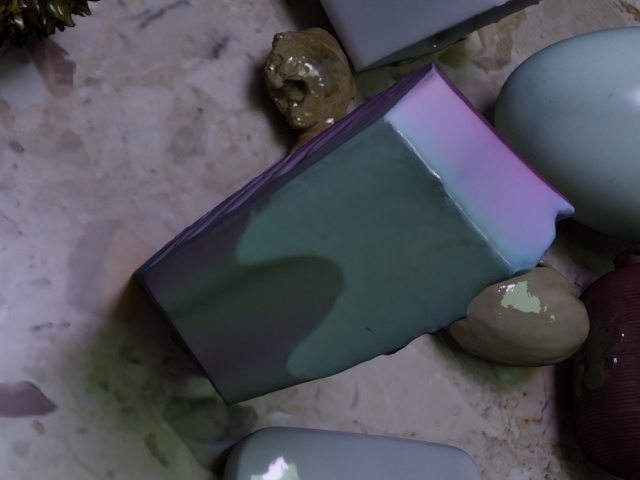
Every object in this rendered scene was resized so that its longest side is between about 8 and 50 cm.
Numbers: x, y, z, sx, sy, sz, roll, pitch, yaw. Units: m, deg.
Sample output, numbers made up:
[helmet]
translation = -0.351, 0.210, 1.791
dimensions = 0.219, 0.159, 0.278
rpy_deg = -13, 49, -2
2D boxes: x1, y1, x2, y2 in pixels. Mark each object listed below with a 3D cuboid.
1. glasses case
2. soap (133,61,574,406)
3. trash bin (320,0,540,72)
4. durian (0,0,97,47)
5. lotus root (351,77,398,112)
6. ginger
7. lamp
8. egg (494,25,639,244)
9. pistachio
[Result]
[glasses case]
translation = 0.033, 0.195, 0.650
dimensions = 0.233, 0.059, 0.092
rpy_deg = 12, 65, -31
[soap]
translation = 0.000, 0.000, 0.533
dimensions = 0.109, 0.324, 0.193
rpy_deg = 53, 52, -9
[trash bin]
translation = 0.084, -0.362, 0.752
dimensions = 0.256, 0.296, 0.368
rpy_deg = -29, 99, -54
[durian]
translation = -0.226, -0.253, 0.528
dimensions = 0.258, 0.258, 0.293
rpy_deg = 52, 9, -7
[lotus root]
translation = 0.055, -0.085, 0.770
dimensions = 0.072, 0.063, 0.152
rpy_deg = 27, 61, -22
[ginger]
translation = -0.013, -0.118, 0.731
dimensions = 0.096, 0.067, 0.165
rpy_deg = 36, 52, -47
[lamp]
translation = 0.327, 0.133, 0.821
dimensions = 0.180, 0.180, 0.258
rpy_deg = 17, 65, -30
[egg]
translation = 0.357, -0.104, 0.879
dimensions = 0.370, 0.230, 0.230
rpy_deg = 9, 66, -14
[pistachio]
translation = 0.176, 0.065, 0.781
dimensions = 0.149, 0.113, 0.113
rpy_deg = 10, 66, -16
